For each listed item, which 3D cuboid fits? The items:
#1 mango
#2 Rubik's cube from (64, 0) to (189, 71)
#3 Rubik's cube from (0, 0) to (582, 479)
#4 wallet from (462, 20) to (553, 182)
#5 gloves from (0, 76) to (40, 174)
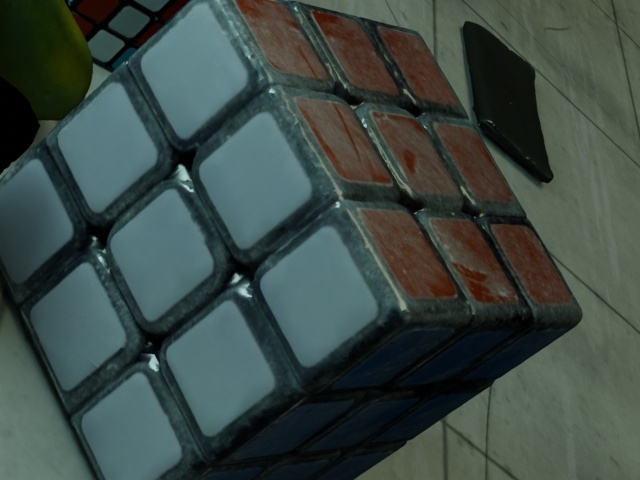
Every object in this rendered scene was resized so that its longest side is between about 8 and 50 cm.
[{"bbox_3d":[-0.252,-0.186,1.385,0.137,0.091,0.237,49,-15,30],"label":"mango"},{"bbox_3d":[-0.173,-0.264,1.640,0.155,0.151,0.154,26,34,-40],"label":"Rubik's cube"},{"bbox_3d":[-0.034,0.018,1.332,0.305,0.301,0.303,6,51,-56],"label":"Rubik's cube"},{"bbox_3d":[0.262,-0.200,2.385,0.146,0.030,0.285,35,29,-24],"label":"wallet"},{"bbox_3d":[-0.344,-0.155,1.230,0.301,0.152,0.197,53,-2,29],"label":"gloves"}]
